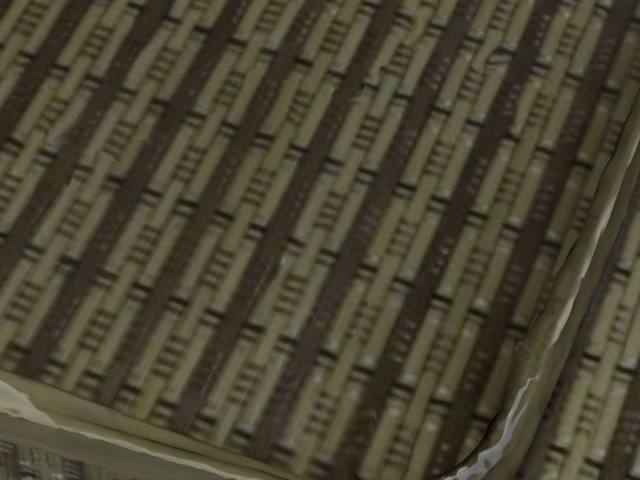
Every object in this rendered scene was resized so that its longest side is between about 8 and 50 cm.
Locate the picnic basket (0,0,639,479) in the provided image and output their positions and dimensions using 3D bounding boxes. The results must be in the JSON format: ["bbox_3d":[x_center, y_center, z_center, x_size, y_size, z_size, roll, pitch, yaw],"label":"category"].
[{"bbox_3d":[0.000,0.000,0.513,0.175,0.313,0.228,96,17,-57],"label":"picnic basket"}]
